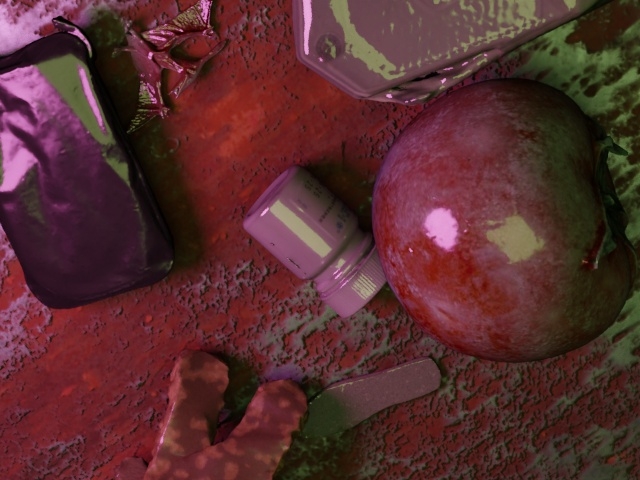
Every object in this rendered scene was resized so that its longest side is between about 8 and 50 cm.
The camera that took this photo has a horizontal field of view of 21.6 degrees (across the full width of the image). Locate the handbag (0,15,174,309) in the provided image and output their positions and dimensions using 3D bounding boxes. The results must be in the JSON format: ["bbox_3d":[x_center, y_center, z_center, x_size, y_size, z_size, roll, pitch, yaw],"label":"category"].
[{"bbox_3d":[-0.303,-0.086,1.957,0.191,0.075,0.332,-16,106,16],"label":"handbag"}]

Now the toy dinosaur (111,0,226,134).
[{"bbox_3d":[-0.181,-0.214,1.940,0.108,0.032,0.220,31,104,-3],"label":"toy dinosaur"}]

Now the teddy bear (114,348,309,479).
[{"bbox_3d":[-0.134,0.314,2.046,0.246,0.222,0.296,20,63,4],"label":"teddy bear"}]

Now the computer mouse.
[{"bbox_3d":[0.163,-0.303,1.827,0.429,0.145,0.228,-25,96,19],"label":"computer mouse"}]

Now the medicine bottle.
[{"bbox_3d":[0.000,0.000,1.955,0.168,0.105,0.105,42,104,-8],"label":"medicine bottle"}]

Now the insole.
[{"bbox_3d":[0.057,0.192,2.056,0.192,0.010,0.063,-23,105,9],"label":"insole"}]

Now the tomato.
[{"bbox_3d":[0.206,-0.022,1.831,0.282,0.317,0.317,-16,105,18],"label":"tomato"}]
